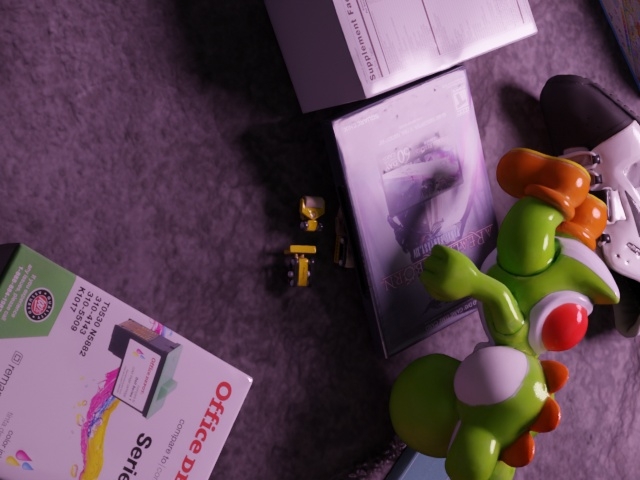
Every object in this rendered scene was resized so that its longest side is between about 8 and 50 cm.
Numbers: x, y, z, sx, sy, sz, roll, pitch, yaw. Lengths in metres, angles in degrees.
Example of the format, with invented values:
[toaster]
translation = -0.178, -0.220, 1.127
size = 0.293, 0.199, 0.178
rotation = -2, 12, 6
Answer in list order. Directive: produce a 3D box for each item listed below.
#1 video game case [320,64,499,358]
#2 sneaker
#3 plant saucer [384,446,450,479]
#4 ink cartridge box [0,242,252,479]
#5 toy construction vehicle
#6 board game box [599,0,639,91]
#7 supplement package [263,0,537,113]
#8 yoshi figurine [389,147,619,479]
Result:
[video game case]
translation = 0.110, -0.033, 1.701
size = 0.196, 0.026, 0.274
rotation = -25, 110, -32
[sneaker]
translation = 0.334, -0.034, 1.810
size = 0.146, 0.122, 0.331
rotation = -39, 105, -28
[plant saucer]
translation = 0.120, 0.255, 1.728
size = 0.067, 0.018, 0.192
rotation = 45, 66, -20
[ink cartridge box]
translation = -0.231, 0.156, 1.472
size = 0.278, 0.117, 0.201
rotation = 33, 72, -25
[toy construction vehicle]
translation = 0.000, 0.000, 1.668
size = 0.085, 0.035, 0.098
rotation = -1, 96, -29
[board game box]
translation = 0.404, -0.249, 1.876
size = 0.026, 0.103, 0.154
rotation = -33, 104, -28
[supplement package]
translation = 0.087, -0.243, 1.673
size = 0.244, 0.134, 0.139
rotation = -23, 98, -30
[yoshi figurine]
translation = 0.177, 0.092, 1.669
size = 0.203, 0.203, 0.362
rotation = 24, 72, -10
